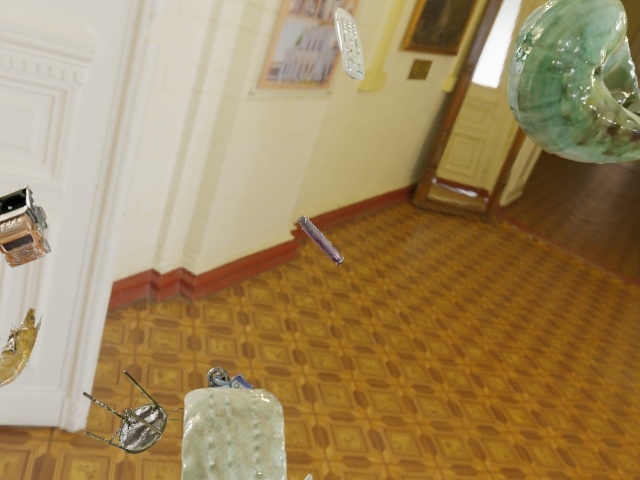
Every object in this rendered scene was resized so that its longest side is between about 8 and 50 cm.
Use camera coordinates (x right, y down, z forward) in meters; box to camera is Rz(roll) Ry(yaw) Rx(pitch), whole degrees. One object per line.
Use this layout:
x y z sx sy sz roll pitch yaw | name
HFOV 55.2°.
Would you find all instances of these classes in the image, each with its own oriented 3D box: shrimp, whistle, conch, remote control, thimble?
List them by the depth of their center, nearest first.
0.273 -0.172 0.646 0.176 0.188 0.122 -4 -6 -26 | conch
-0.492 0.162 0.943 0.095 0.045 0.162 4 41 -1 | shrimp
-0.170 0.437 1.187 0.195 0.291 0.291 0 27 -10 | thimble
0.070 -0.524 1.632 0.073 0.044 0.229 13 61 -40 | remote control
0.000 0.000 1.713 0.176 0.033 0.033 47 28 6 | whistle

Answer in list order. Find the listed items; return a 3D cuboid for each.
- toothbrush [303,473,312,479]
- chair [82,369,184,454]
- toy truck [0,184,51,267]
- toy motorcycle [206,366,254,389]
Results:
-0.076 0.595 1.321 0.026 0.024 0.288 21 22 14 | toothbrush
-0.482 0.497 1.659 0.160 0.325 0.170 -28 43 2 | chair
-0.601 -0.034 1.220 0.083 0.092 0.192 -23 42 -12 | toy truck
-0.237 0.438 1.706 0.205 0.114 0.076 30 4 0 | toy motorcycle
